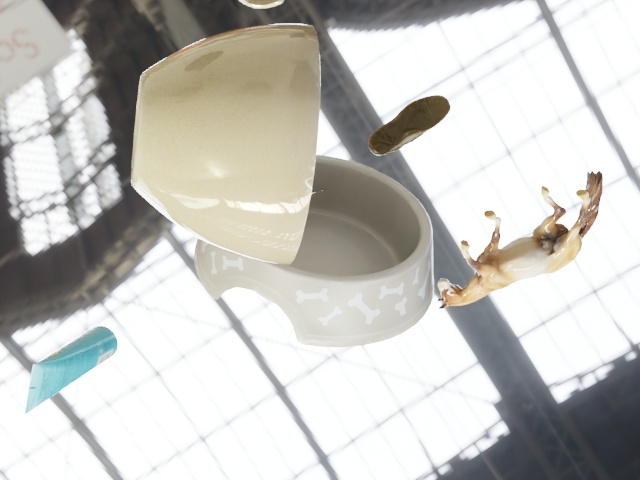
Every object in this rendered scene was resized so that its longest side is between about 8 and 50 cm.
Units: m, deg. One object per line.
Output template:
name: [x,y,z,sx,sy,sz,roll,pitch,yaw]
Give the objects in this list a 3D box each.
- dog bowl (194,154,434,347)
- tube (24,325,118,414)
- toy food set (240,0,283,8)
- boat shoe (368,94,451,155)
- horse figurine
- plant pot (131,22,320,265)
dog bowl: [0.000,0.000,1.823,0.349,0.102,0.348,7,-143,-5]
tube: [-0.368,0.182,1.884,0.052,0.080,0.207,15,-161,16]
toy food set: [-0.161,-0.573,2.246,0.092,0.306,0.219,-23,-140,37]
boat shoe: [0.130,-0.172,1.913,0.135,0.050,0.045,-29,178,2]
horse figurine: [0.277,0.005,1.733,0.263,0.174,0.066,-25,-127,-7]
plant pot: [-0.119,-0.120,1.497,0.191,0.284,0.284,5,-144,-10]
